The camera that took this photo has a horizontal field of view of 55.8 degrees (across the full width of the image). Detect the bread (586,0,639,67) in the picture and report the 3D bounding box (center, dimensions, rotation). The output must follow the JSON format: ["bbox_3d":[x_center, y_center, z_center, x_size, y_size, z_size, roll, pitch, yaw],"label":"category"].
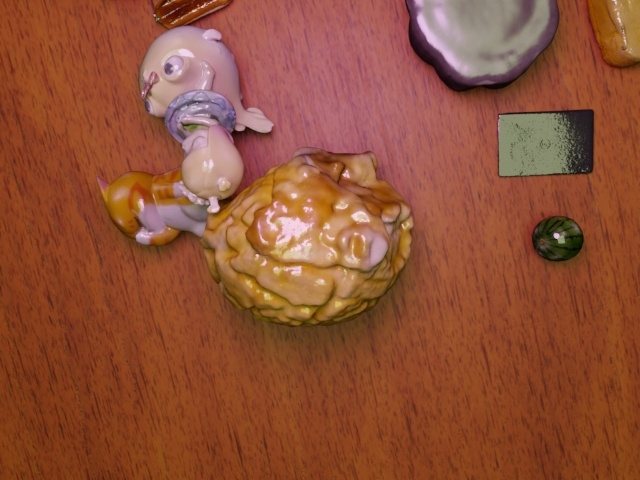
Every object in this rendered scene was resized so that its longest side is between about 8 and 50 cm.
[{"bbox_3d":[0.591,-0.466,1.190,0.102,0.094,0.246,-19,95,-4],"label":"bread"}]

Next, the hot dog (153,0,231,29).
[{"bbox_3d":[-0.260,-0.501,1.258,0.188,0.055,0.072,-25,114,3],"label":"hot dog"}]

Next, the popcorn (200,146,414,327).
[{"bbox_3d":[-0.016,0.013,1.151,0.390,0.344,0.354,-34,118,10],"label":"popcorn"}]

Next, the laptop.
[{"bbox_3d":[0.470,-0.203,1.264,0.197,0.016,0.135,-1,97,5],"label":"laptop"}]

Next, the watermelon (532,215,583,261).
[{"bbox_3d":[0.491,-0.002,1.241,0.108,0.109,0.109,0,96,4],"label":"watermelon"}]

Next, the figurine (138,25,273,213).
[{"bbox_3d":[-0.205,-0.228,1.166,0.274,0.394,0.227,7,141,-32],"label":"figurine"}]

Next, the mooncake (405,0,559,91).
[{"bbox_3d":[0.305,-0.445,1.179,0.305,0.154,0.306,0,95,4],"label":"mooncake"}]

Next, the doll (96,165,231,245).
[{"bbox_3d":[-0.314,-0.079,1.257,0.269,0.162,0.167,-11,137,-1],"label":"doll"}]
